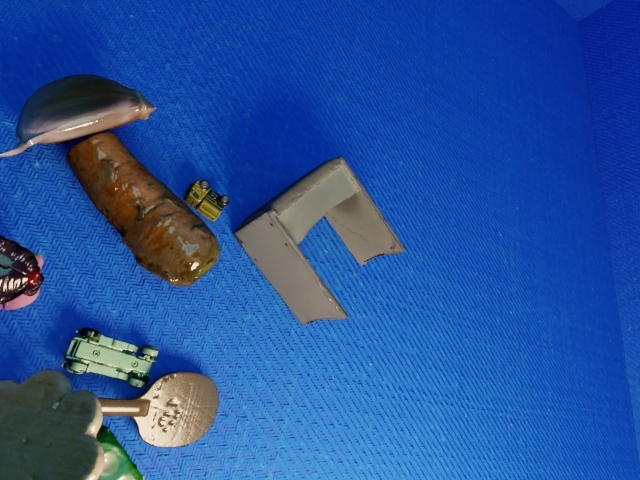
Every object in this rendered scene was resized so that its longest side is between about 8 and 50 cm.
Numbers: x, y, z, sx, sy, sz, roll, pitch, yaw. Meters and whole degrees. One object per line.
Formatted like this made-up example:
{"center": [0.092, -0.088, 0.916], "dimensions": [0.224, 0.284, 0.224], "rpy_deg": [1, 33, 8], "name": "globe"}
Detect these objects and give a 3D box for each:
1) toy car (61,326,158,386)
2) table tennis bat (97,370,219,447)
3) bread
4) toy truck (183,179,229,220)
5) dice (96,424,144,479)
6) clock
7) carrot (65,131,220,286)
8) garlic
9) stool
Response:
{"center": [-0.348, 0.197, 0.763], "dimensions": [0.143, 0.054, 0.073], "rpy_deg": [27, 63, -34], "name": "toy car"}
{"center": [-0.274, 0.284, 0.775], "dimensions": [0.234, 0.022, 0.131], "rpy_deg": [23, 77, -43], "name": "table tennis bat"}
{"center": [-0.398, 0.275, 0.624], "dimensions": [0.182, 0.250, 0.039], "rpy_deg": [-54, 152, -37], "name": "bread"}
{"center": [-0.236, -0.083, 0.931], "dimensions": [0.083, 0.049, 0.054], "rpy_deg": [38, 59, -21], "name": "toy truck"}
{"center": [-0.342, 0.363, 0.673], "dimensions": [0.128, 0.120, 0.131], "rpy_deg": [-33, 94, -36], "name": "dice"}
{"center": [-0.486, 0.027, 0.632], "dimensions": [0.194, 0.195, 0.100], "rpy_deg": [31, 63, -25], "name": "clock"}
{"center": [-0.311, -0.050, 0.820], "dimensions": [0.138, 0.138, 0.302], "rpy_deg": [-39, 92, -36], "name": "carrot"}
{"center": [-0.437, -0.203, 0.769], "dimensions": [0.266, 0.148, 0.129], "rpy_deg": [-40, 106, -30], "name": "garlic"}
{"center": [0.000, 0.000, 0.994], "dimensions": [0.243, 0.170, 0.270], "rpy_deg": [-42, 101, -35], "name": "stool"}
